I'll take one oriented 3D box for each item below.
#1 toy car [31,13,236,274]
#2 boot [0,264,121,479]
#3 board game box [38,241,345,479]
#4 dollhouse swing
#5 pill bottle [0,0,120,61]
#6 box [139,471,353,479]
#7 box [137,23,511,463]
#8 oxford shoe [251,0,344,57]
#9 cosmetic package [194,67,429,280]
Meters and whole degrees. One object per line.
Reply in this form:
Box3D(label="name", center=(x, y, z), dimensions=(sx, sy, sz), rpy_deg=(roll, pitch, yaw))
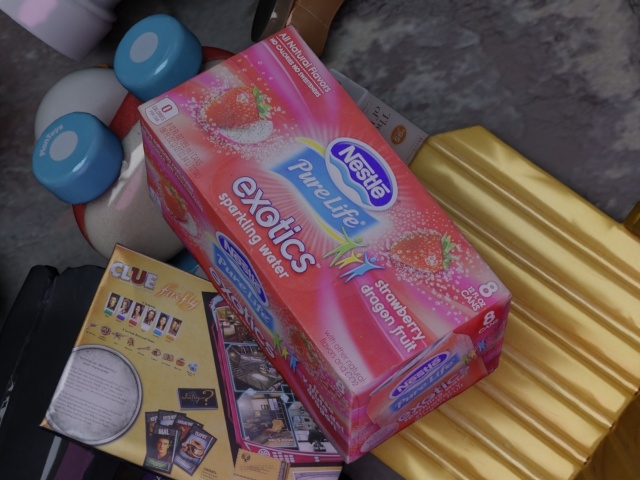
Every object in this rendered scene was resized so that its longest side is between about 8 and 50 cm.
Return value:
Box3D(label="toy car", center=(-0.170, -0.106, 1.678), dimensions=(0.210, 0.219, 0.238), rpy_deg=(-51, 47, -1))
Box3D(label="boot", center=(-0.321, 0.232, 1.675), dimensions=(0.367, 0.146, 0.445), rpy_deg=(7, 76, 45))
Box3D(label="board game box", center=(-0.088, 0.124, 1.542), dimensions=(0.243, 0.042, 0.165), rpy_deg=(23, 79, -5))
Box3D(label="dollhouse swing", center=(0.144, 0.090, 1.542), dimensions=(0.305, 0.315, 0.347), rpy_deg=(36, 95, 1))
Box3D(label="pill bottle", center=(-0.150, -0.367, 1.644), dimensions=(0.229, 0.229, 0.408), rpy_deg=(41, 95, 11))
Box3D(label="box", center=(-0.095, 0.285, 1.664), dimensions=(0.184, 0.103, 0.261), rpy_deg=(38, 95, 9))
Box3D(label="box", center=(0.000, 0.000, 1.473), dimensions=(0.154, 0.142, 0.300), rpy_deg=(-30, 66, -16))
Box3D(label="oxford shoe", center=(0.007, -0.266, 1.698), dimensions=(0.076, 0.076, 0.212), rpy_deg=(21, 89, -18))
Box3D(label="cosmetic package", center=(-0.012, -0.023, 1.646), dimensions=(0.060, 0.099, 0.239), rpy_deg=(36, 94, 43))
